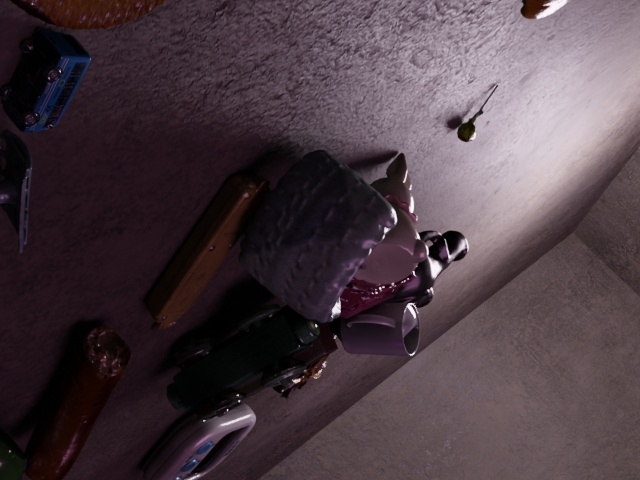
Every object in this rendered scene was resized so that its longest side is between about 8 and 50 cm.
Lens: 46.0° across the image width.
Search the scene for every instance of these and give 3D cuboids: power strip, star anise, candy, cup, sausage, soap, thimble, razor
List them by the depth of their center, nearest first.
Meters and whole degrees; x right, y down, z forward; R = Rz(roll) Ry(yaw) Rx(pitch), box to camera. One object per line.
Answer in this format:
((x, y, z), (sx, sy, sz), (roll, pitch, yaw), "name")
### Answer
((-0.354, -0.013, 0.615), (0.232, 0.068, 0.106), (-21, 152, -35), "razor")
((-0.166, 0.018, 1.061), (0.305, 0.044, 0.064), (-53, 159, 25), "power strip")
((0.000, 0.000, 1.080), (0.205, 0.172, 0.250), (-49, 173, -34), "thimble")
((-0.353, 0.236, 1.091), (0.302, 0.076, 0.103), (-57, -169, 29), "sausage")
((0.045, 0.044, 1.347), (0.250, 0.162, 0.099), (-14, 155, -52), "soap")
((0.301, -0.239, 1.422), (0.123, 0.035, 0.035), (-57, 160, 18), "candy")
((0.108, 0.155, 1.422), (0.136, 0.133, 0.099), (64, 36, -38), "cup")
((-0.044, 0.274, 1.776), (0.214, 0.099, 0.220), (-46, 161, -32), "star anise")

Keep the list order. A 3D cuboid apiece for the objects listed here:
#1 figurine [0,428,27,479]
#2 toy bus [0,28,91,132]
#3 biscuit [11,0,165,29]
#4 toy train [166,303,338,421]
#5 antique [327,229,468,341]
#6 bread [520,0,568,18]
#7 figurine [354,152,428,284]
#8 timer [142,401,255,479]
((-0.515, 0.345, 1.001), (0.234, 0.127, 0.185), (-44, 179, -21), "figurine")
((-0.228, -0.131, 0.625), (0.083, 0.038, 0.046), (-51, 162, 28), "toy bus")
((-0.179, -0.217, 0.549), (0.126, 0.025, 0.206), (-43, 160, 4), "biscuit")
((-0.122, 0.214, 1.355), (0.304, 0.150, 0.221), (-29, 167, 13), "toy train")
((0.138, 0.089, 1.599), (0.322, 0.185, 0.255), (-53, 165, 28), "antique")
((0.352, -0.413, 1.005), (0.245, 0.121, 0.174), (-41, 160, -9), "bread")
((0.095, -0.042, 1.281), (0.155, 0.235, 0.127), (-20, 131, 20), "figurine")
((-0.283, 0.475, 1.749), (0.262, 0.087, 0.237), (-49, 159, 23), "timer")
